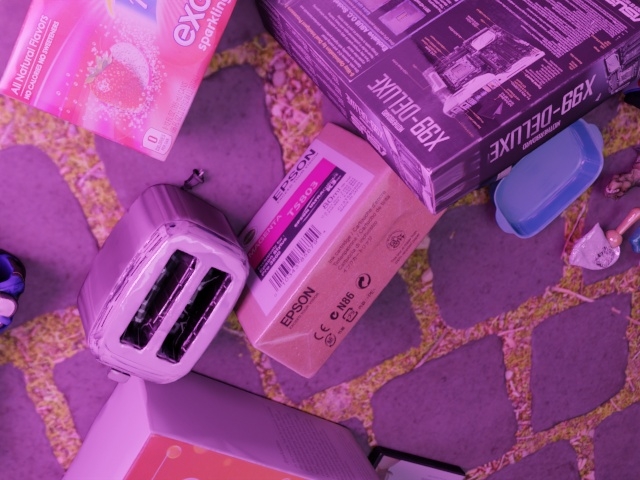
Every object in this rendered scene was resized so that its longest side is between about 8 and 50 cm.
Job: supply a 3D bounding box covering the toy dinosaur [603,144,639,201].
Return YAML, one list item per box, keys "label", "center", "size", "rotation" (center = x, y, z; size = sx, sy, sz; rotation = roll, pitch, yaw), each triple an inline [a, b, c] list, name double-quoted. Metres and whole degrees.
- label: "toy dinosaur"
  center: [0.530, -0.125, 0.939]
  size: [0.268, 0.064, 0.118]
  rotation: [-8, 125, -8]

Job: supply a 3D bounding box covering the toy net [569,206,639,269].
- label: "toy net"
  center: [0.467, -0.001, 0.985]
  size: [0.232, 0.045, 0.122]
  rotation: [-18, 118, -12]

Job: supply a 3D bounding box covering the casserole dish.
- label: "casserole dish"
  center: [0.305, -0.088, 0.888]
  size: [0.188, 0.037, 0.114]
  rotation: [-43, 119, -1]

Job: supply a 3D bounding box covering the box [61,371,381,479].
- label: "box"
  center: [-0.117, 0.319, 0.805]
  size: [0.345, 0.168, 0.215]
  rotation: [27, 98, -28]

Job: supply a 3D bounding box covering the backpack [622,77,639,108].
- label: "backpack"
  center: [0.504, -0.259, 0.779]
  size: [0.264, 0.276, 0.213]
  rotation: [-17, 91, -4]

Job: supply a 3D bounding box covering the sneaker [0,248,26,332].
- label: "sneaker"
  center: [-0.375, 0.102, 0.641]
  size: [0.182, 0.127, 0.315]
  rotation: [-13, 113, -14]

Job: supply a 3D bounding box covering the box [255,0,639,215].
- label: "box"
  center: [0.111, -0.207, 0.618]
  size: [0.242, 0.307, 0.076]
  rotation: [-35, 152, -6]

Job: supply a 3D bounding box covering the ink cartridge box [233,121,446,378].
- label: "ink cartridge box"
  center: [0.000, 0.000, 0.711]
  size: [0.088, 0.193, 0.234]
  rotation: [35, 94, -30]

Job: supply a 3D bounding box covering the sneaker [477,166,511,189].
- label: "sneaker"
  center: [0.135, -0.137, 0.773]
  size: [0.163, 0.086, 0.226]
  rotation: [-29, 119, -12]

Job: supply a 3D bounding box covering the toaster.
- label: "toaster"
  center: [-0.163, 0.041, 0.691]
  size: [0.129, 0.146, 0.227]
  rotation: [31, 96, -29]

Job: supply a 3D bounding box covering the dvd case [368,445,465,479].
- label: "dvd case"
  center: [0.102, 0.451, 1.028]
  size: [0.180, 0.022, 0.253]
  rotation: [23, 101, -28]

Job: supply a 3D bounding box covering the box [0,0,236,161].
- label: "box"
  center: [-0.158, -0.246, 0.581]
  size: [0.154, 0.142, 0.299]
  rotation: [23, 101, -27]
